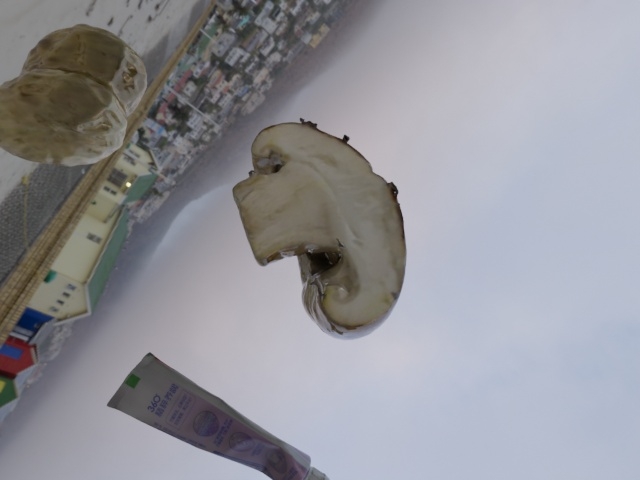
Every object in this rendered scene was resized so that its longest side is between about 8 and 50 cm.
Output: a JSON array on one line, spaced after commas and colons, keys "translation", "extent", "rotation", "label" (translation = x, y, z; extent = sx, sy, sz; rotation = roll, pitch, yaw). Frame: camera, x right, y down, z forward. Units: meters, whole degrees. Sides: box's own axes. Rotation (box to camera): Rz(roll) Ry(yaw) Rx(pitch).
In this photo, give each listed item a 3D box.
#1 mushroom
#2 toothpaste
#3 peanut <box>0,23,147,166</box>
[{"translation": [0.000, 0.000, 0.453], "extent": [0.156, 0.151, 0.285], "rotation": [-17, -128, -9], "label": "mushroom"}, {"translation": [-0.124, 0.253, 0.533], "extent": [0.075, 0.301, 0.048], "rotation": [-60, 179, -1], "label": "toothpaste"}, {"translation": [-0.361, -0.213, 0.587], "extent": [0.110, 0.197, 0.232], "rotation": [89, 10, -60], "label": "peanut"}]
